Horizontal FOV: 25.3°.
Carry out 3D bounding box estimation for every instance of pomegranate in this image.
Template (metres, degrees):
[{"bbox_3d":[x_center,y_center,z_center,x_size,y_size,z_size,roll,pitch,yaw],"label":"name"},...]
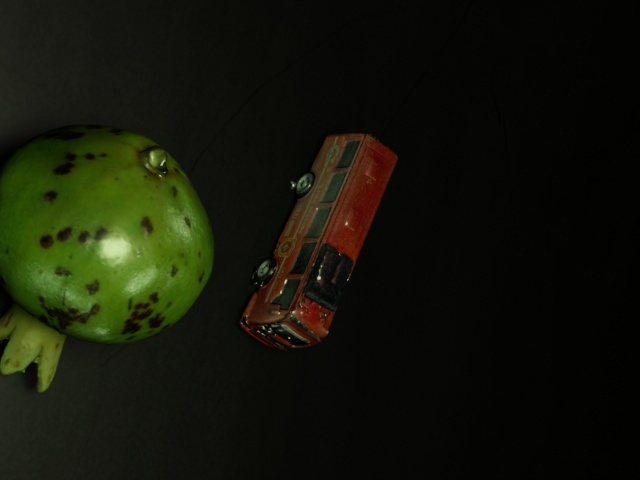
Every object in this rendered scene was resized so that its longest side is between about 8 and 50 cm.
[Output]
[{"bbox_3d":[-0.212,0.013,1.279,0.211,0.211,0.263,26,115,-33],"label":"pomegranate"}]

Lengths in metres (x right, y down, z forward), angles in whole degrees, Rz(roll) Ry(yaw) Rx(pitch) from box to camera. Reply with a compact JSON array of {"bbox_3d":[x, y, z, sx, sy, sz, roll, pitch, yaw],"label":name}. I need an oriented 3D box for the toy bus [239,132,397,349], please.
[{"bbox_3d":[0.000,0.000,1.479,0.073,0.096,0.235,33,69,-29],"label":"toy bus"}]
